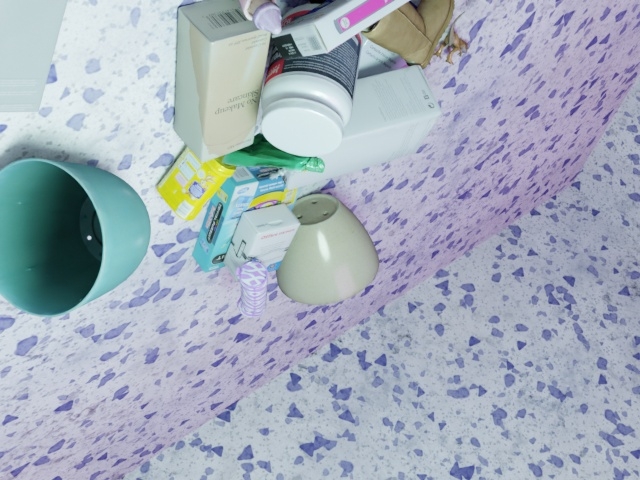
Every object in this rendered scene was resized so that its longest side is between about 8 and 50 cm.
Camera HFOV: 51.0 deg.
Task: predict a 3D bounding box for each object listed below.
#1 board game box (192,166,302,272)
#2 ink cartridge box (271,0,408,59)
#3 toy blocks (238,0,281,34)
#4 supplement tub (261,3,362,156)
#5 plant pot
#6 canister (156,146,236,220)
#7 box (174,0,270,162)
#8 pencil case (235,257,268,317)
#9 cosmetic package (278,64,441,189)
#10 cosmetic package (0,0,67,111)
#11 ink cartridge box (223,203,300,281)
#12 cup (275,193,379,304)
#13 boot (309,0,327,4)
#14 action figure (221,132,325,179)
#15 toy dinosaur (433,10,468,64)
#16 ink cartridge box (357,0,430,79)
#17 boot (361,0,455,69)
[{"bbox_3d":[-0.196,-0.075,1.869,0.253,0.079,0.336,-18,148,-39],"label":"board game box"},{"bbox_3d":[0.095,-0.463,1.276,0.371,0.175,0.069,-39,115,-17],"label":"ink cartridge box"},{"bbox_3d":[-0.012,-0.516,1.127,0.288,0.260,0.309,-26,155,-14],"label":"toy blocks"},{"bbox_3d":[-0.019,-0.335,1.406,0.191,0.273,0.191,8,154,4],"label":"supplement tub"},{"bbox_3d":[-0.477,-0.019,1.332,0.293,0.293,0.235,-49,171,19],"label":"plant pot"},{"bbox_3d":[-0.291,-0.145,1.558,0.170,0.126,0.073,-47,163,20],"label":"canister"},{"bbox_3d":[-0.208,-0.325,1.376,0.147,0.121,0.311,-27,152,-29],"label":"box"},{"bbox_3d":[-0.188,0.138,1.842,0.088,0.087,0.206,3,146,-3],"label":"pencil case"},{"bbox_3d":[0.078,-0.278,1.668,0.384,0.156,0.217,-16,162,-20],"label":"cosmetic package"},{"bbox_3d":[-0.482,-0.317,1.025,0.127,0.107,0.238,-10,139,-48],"label":"cosmetic package"},{"bbox_3d":[-0.163,0.006,1.847,0.148,0.086,0.203,-15,146,-39],"label":"ink cartridge box"},{"bbox_3d":[0.000,0.000,2.053,0.331,0.331,0.237,-31,130,-20],"label":"cup"},{"bbox_3d":[0.034,-0.536,1.459,0.106,0.082,0.219,-54,158,-25],"label":"boot"},{"bbox_3d":[-0.087,-0.181,1.482,0.137,0.232,0.064,-49,138,-34],"label":"action figure"},{"bbox_3d":[0.370,-0.567,1.897,0.112,0.064,0.211,-63,162,6],"label":"toy dinosaur"},{"bbox_3d":[0.159,-0.459,1.747,0.330,0.071,0.324,-48,154,20],"label":"ink cartridge box"},{"bbox_3d":[0.210,-0.548,1.586,0.269,0.089,0.236,15,92,-55],"label":"boot"}]
